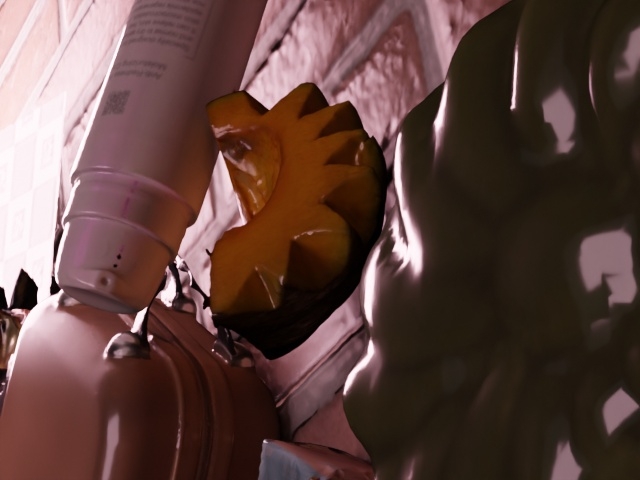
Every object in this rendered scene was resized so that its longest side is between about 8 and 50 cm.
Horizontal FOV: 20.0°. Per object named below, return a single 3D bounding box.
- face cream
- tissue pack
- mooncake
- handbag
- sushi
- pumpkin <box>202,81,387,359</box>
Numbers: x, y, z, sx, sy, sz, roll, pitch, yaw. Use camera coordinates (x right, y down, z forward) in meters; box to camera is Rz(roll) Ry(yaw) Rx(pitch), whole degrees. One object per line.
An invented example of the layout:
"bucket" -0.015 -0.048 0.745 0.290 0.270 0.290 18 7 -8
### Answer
"face cream" -0.114 -0.105 1.356 0.102 0.102 0.345 -25 44 60
"tissue pack" 0.007 0.168 1.169 0.094 0.074 0.058 18 96 61
"mooncake" 0.148 0.036 0.798 0.351 0.187 0.351 -175 90 -66
"handbag" -0.143 0.137 1.406 0.302 0.149 0.283 -147 65 -64
"sushi" -0.315 0.060 1.869 0.343 0.064 0.359 -21 64 57
"pumpkin" 0.000 0.000 1.230 0.254 0.130 0.149 -98 -15 -56
